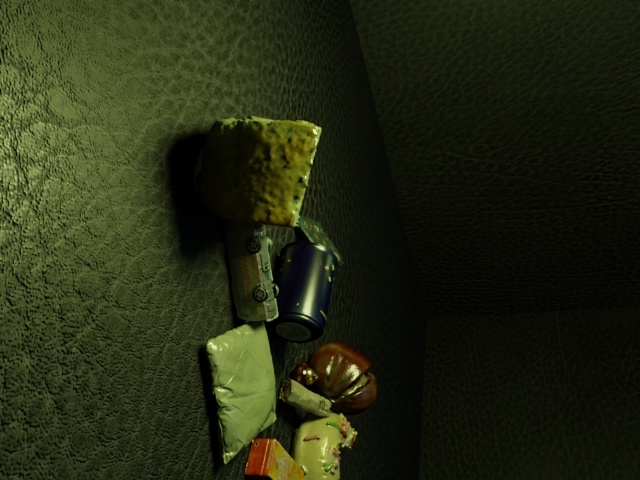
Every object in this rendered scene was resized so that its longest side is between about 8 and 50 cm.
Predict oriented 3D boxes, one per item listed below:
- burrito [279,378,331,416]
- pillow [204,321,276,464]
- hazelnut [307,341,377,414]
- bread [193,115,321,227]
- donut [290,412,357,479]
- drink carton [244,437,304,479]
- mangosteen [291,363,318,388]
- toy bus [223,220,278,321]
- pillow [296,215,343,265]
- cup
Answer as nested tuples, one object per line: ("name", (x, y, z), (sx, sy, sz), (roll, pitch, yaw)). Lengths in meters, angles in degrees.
("burrito", (-0.045, 0.469, 1.748), (0.226, 0.060, 0.087), (39, 10, -43))
("pillow", (-0.180, 0.348, 1.431), (0.274, 0.076, 0.281), (-15, 98, -70))
("hazelnut", (0.062, 0.456, 1.936), (0.252, 0.217, 0.217), (55, 18, 5))
("bread", (-0.148, -0.180, 1.404), (0.395, 0.263, 0.240), (-99, -162, -78))
("donut", (0.015, 0.690, 1.795), (0.307, 0.150, 0.371), (55, 32, -50))
("drink carton", (-0.117, 0.607, 1.549), (0.223, 0.070, 0.096), (66, 26, -44))
("mangosteen", (-0.051, 0.415, 1.803), (0.081, 0.080, 0.081), (-6, 90, -72))
("toy bus", (-0.173, 0.071, 1.494), (0.092, 0.106, 0.268), (-12, 94, -72))
("pillow", (-0.001, -0.002, 2.049), (0.189, 0.034, 0.255), (60, 14, 13))
("cup", (-0.042, 0.179, 1.754), (0.255, 0.178, 0.256), (62, 30, -46))
